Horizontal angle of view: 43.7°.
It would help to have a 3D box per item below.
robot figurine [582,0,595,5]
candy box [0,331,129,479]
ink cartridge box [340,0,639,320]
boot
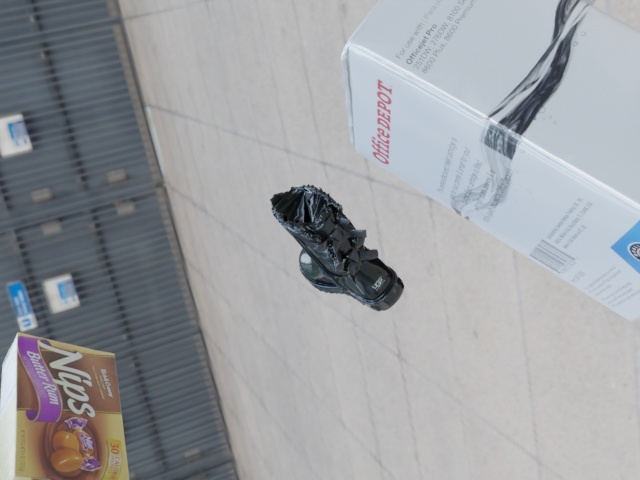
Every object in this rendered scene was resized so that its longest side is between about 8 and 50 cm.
[{"bbox_3d":[0.299,-0.368,1.059,0.278,0.173,0.209,-61,-4,9],"label":"robot figurine"},{"bbox_3d":[-0.254,0.180,0.787,0.053,0.109,0.187,-56,33,24],"label":"candy box"},{"bbox_3d":[0.233,-0.106,0.842,0.395,0.166,0.285,33,170,11],"label":"ink cartridge box"},{"bbox_3d":[-0.001,0.000,0.577,0.099,0.045,0.121,45,168,-34],"label":"boot"}]
